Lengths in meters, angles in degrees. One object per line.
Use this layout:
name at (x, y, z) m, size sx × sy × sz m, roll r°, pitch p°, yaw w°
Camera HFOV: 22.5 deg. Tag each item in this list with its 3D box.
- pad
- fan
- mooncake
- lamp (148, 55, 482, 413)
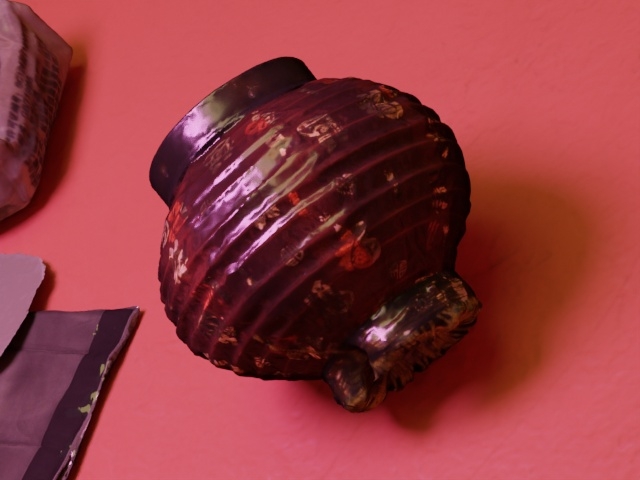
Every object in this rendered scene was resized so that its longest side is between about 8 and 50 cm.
pad at (-0.249, 0.149, 1.281) m, size 0.174 × 0.022 × 0.233 m, roll -3°, pitch 51°, yaw 34°
fan at (-0.370, 0.094, 1.422) m, size 0.310 × 0.010 × 0.182 m, roll -17°, pitch 36°, yaw 28°
mooncake at (-0.368, -0.100, 1.508) m, size 0.250 × 0.136 × 0.254 m, roll -24°, pitch 42°, yaw 21°
lamp at (0.000, 0.000, 1.090) m, size 0.247 × 0.247 × 0.247 m, roll -20°, pitch 44°, yaw 20°
